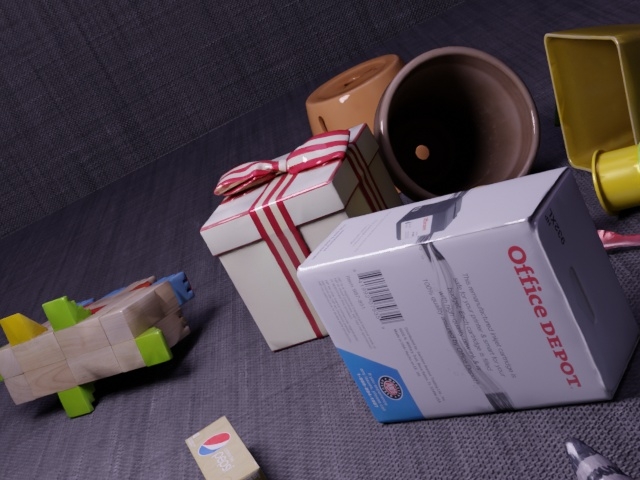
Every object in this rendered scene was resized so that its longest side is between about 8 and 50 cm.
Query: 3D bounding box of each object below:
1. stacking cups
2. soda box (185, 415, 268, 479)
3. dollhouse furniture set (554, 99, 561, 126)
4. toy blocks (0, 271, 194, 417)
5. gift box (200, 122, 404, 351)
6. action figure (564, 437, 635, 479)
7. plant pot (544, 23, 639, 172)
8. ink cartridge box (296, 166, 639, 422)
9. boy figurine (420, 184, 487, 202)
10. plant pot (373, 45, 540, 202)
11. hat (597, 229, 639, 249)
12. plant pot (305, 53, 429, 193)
[{"bbox_3d":[0.511,-0.112,1.463,0.316,0.096,0.096,-15,22,34],"label":"stacking cups"},{"bbox_3d":[-0.107,0.276,1.365,0.061,0.058,0.181,-31,18,-10],"label":"soda box"},{"bbox_3d":[0.535,-0.280,1.942,0.198,0.151,0.301,6,14,25],"label":"dollhouse furniture set"},{"bbox_3d":[-0.354,0.150,1.928,0.381,0.190,0.261,-18,9,29],"label":"toy blocks"},{"bbox_3d":[-0.014,-0.024,1.727,0.255,0.258,0.276,-21,20,20],"label":"gift box"},{"bbox_3d":[0.209,0.270,0.748,0.341,0.178,0.330,-25,8,2],"label":"action figure"},{"bbox_3d":[0.476,-0.221,1.669,0.187,0.212,0.212,-19,16,-13],"label":"plant pot"},{"bbox_3d":[0.164,0.069,1.268,0.307,0.223,0.129,-13,23,38],"label":"ink cartridge box"},{"bbox_3d":[0.164,-0.014,1.573,0.177,0.092,0.285,-14,1,41],"label":"boy figurine"},{"bbox_3d":[0.199,-0.166,1.880,0.263,0.263,0.229,-32,1,-12],"label":"plant pot"},{"bbox_3d":[0.293,0.039,1.485,0.173,0.183,0.208,-31,-26,-34],"label":"hat"},{"bbox_3d":[0.102,-0.220,2.181,0.291,0.203,0.291,-26,18,9],"label":"plant pot"}]
